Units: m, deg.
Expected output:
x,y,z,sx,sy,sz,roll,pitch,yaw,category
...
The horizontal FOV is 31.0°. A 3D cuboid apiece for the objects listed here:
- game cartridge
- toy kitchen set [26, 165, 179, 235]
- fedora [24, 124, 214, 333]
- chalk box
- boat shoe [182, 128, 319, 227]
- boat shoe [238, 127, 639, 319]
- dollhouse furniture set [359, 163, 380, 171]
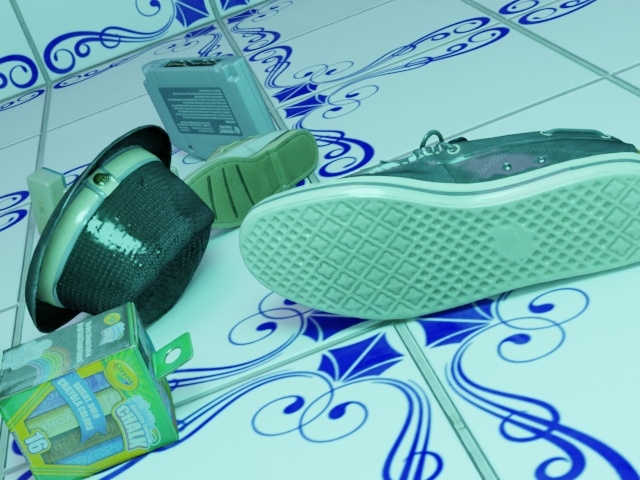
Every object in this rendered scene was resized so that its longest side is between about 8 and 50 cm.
x,y,z,sx,sy,sz,roll,pitch,yaw,category
-0.194,-0.231,2.059,0.060,0.196,0.294,-36,28,-32,game cartridge
-0.366,-0.069,1.991,0.207,0.122,0.166,20,41,27,toy kitchen set
-0.252,0.009,1.583,0.152,0.334,0.334,28,40,11,fedora
-0.241,0.167,1.314,0.213,0.132,0.132,-20,22,-3,chalk box
-0.135,-0.096,1.842,0.103,0.113,0.302,2,21,43,boat shoe
0.153,-0.028,1.358,0.500,0.187,0.156,-10,29,8,boat shoe
0.087,-0.022,1.477,0.076,0.059,0.152,-14,53,11,dollhouse furniture set
